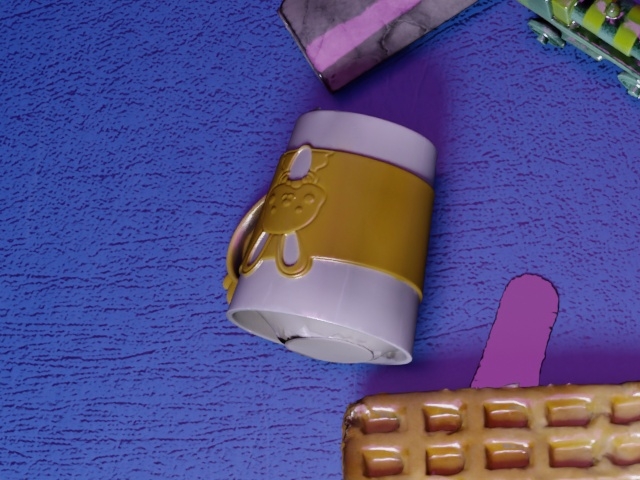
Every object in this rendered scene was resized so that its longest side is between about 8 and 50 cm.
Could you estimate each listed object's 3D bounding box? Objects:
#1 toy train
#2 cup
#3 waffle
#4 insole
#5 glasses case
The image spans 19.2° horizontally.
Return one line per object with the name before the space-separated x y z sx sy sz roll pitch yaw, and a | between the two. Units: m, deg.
toy train | 0.280 -0.212 1.850 0.200 0.132 0.083 33 88 15
cup | 0.000 0.000 1.856 0.241 0.185 0.226 3 74 42
waffle | 0.182 0.243 1.768 0.328 0.098 0.224 -4 55 7
insole | 0.185 0.145 1.871 0.080 0.003 0.232 12 82 11
glasses case | 0.108 -0.271 1.926 0.299 0.060 0.114 -33 77 3
